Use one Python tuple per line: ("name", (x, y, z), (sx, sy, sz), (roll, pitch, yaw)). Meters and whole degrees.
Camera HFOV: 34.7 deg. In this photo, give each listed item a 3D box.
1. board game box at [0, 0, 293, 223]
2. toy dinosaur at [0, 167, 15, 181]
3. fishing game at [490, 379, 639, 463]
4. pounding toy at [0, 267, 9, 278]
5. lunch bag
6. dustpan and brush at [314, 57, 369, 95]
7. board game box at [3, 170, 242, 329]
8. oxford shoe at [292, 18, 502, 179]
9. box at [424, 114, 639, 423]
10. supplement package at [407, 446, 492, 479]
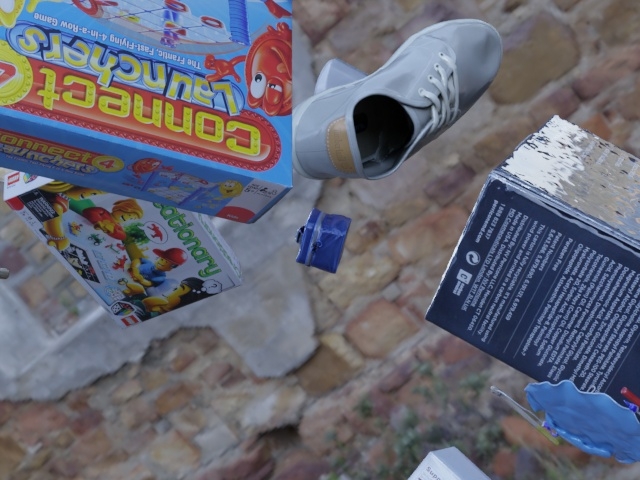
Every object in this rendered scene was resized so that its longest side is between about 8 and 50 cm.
("board game box", (-0.176, -0.195, 0.913), (0.086, 0.308, 0.302), (-37, 48, 51))
("toy dinosaur", (-0.557, -0.126, 1.816), (0.183, 0.053, 0.093), (-17, 38, -1))
("fishing game", (0.347, 0.222, 1.285), (0.041, 0.189, 0.264), (-57, 15, -22))
("pounding toy", (-0.386, 0.037, 0.959), (0.141, 0.130, 0.100), (-32, 26, -4))
("lunch bag", (0.000, 0.000, 1.376), (0.098, 0.065, 0.067), (-63, -12, -73))
("dustpan and brush", (0.030, -0.273, 2.221), (0.060, 0.147, 0.211), (25, 92, 61))
("board game box", (-0.252, -0.010, 1.366), (0.192, 0.305, 0.053), (-21, 48, 9))
("oxford shoe", (0.141, -0.202, 1.497), (0.130, 0.169, 0.449), (11, 33, 45))
("box", (0.499, 0.053, 1.743), (0.480, 0.471, 0.297), (-35, -31, -61))
("supplement package", (0.137, 0.362, 1.286), (0.179, 0.105, 0.105), (-53, -24, 9))
